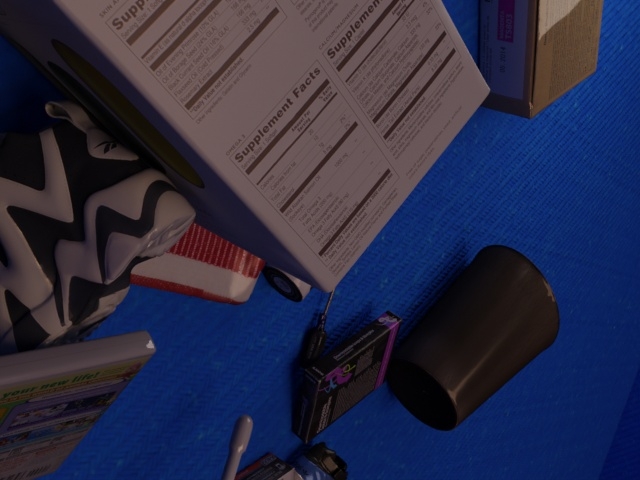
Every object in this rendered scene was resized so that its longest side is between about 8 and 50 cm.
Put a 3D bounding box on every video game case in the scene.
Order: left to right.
[{"bbox_3d":[-0.247,0.139,0.552,0.212,0.023,0.193,-5,145,-50],"label":"video game case"}]

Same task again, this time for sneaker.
[{"bbox_3d":[-0.214,-0.002,0.561,0.235,0.153,0.094,-43,174,31],"label":"sneaker"},{"bbox_3d":[0.006,0.324,1.009,0.084,0.058,0.152,-37,127,-23],"label":"sneaker"}]

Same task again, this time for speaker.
[{"bbox_3d":[0.000,0.000,0.847,0.136,0.055,0.055,-49,139,-25],"label":"speaker"}]

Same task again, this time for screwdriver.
[{"bbox_3d":[0.007,0.073,0.922,0.024,0.025,0.170,11,94,-53],"label":"screwdriver"}]

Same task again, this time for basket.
[{"bbox_3d":[0.213,0.151,1.114,0.227,0.154,0.204,-39,132,-29],"label":"basket"}]

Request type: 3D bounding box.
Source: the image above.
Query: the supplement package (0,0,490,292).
[{"bbox_3d":[-0.060,-0.138,0.535,0.198,0.199,0.262,-51,129,-12],"label":"supplement package"}]

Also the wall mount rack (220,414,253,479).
[{"bbox_3d":[-0.121,0.359,0.779,0.304,0.130,0.350,-39,137,-11],"label":"wall mount rack"}]

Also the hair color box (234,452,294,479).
[{"bbox_3d":[-0.071,0.334,0.932,0.072,0.043,0.141,-21,124,-44],"label":"hair color box"}]

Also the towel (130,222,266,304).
[{"bbox_3d":[-0.090,-0.108,0.698,0.237,0.037,0.329,20,92,-53],"label":"towel"}]

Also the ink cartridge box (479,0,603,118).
[{"bbox_3d":[0.297,-0.309,1.037,0.193,0.088,0.234,-33,131,-36],"label":"ink cartridge box"}]

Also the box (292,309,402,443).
[{"bbox_3d":[0.034,0.169,0.976,0.162,0.029,0.116,-30,142,-42],"label":"box"}]
